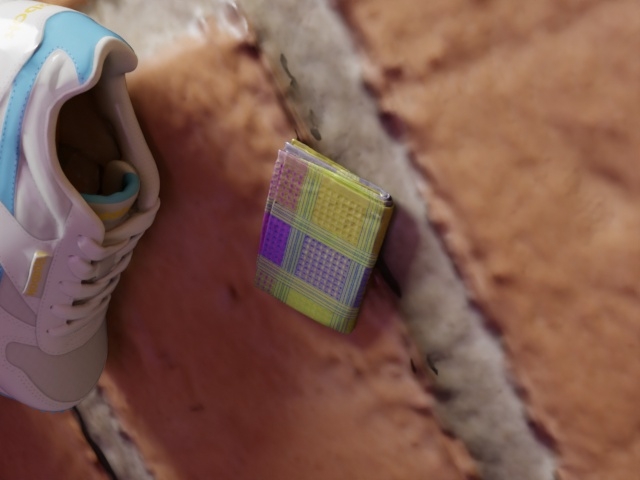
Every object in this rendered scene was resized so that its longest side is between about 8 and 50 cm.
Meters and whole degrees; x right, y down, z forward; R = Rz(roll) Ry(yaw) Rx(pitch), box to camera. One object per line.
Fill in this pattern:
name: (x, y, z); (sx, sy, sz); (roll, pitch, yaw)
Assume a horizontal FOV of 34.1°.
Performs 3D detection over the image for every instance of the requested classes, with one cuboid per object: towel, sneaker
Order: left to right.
sneaker: (-0.133, -0.003, 0.520); (0.092, 0.087, 0.228); (17, 124, 24)
towel: (0.000, 0.000, 0.480); (0.060, 0.009, 0.083); (28, 127, 19)
